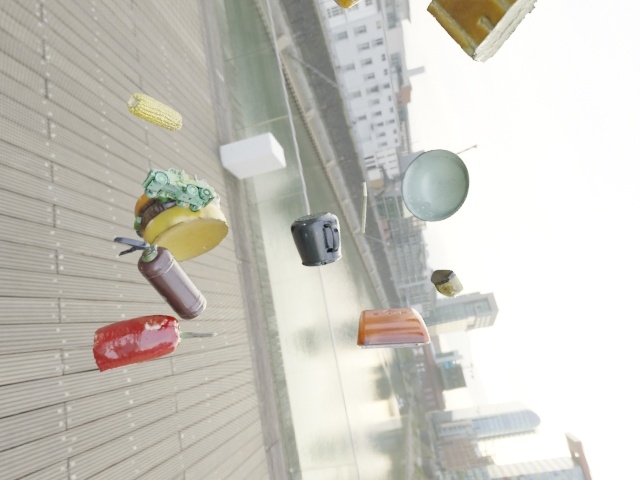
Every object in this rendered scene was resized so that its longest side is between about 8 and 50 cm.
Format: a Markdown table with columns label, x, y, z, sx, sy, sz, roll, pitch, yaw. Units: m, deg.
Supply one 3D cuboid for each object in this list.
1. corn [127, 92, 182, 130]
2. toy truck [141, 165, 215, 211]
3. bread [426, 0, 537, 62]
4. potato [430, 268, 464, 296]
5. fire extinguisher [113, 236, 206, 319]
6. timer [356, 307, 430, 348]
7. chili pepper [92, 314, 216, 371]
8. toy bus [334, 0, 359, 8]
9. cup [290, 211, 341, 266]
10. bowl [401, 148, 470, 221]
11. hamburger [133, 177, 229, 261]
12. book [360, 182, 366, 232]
| label | x | y | z | sx | sy | sz | roll | pitch | yaw |
| --- | --- | --- | --- | --- | --- | --- | --- | --- | --- |
| corn | -0.656 | -0.509 | 1.684 | 0.244 | 0.094 | 0.093 | 11 | 66 | -70 |
| toy truck | -0.559 | -0.219 | 1.671 | 0.260 | 0.128 | 0.135 | 13 | 59 | -39 |
| bread | 0.417 | -0.611 | 1.056 | 0.239 | 0.111 | 0.246 | -52 | -128 | 44 |
| potato | 0.405 | 0.148 | 1.348 | 0.103 | 0.066 | 0.096 | 50 | -16 | -13 |
| fire extinguisher | -0.473 | 0.104 | 1.248 | 0.102 | 0.138 | 0.343 | -89 | 163 | -44 |
| timer | 0.264 | 0.350 | 1.591 | 0.250 | 0.258 | 0.161 | 20 | 67 | -85 |
| chili pepper | -0.492 | 0.290 | 1.279 | 0.134 | 0.339 | 0.131 | -135 | -141 | -67 |
| toy bus | 0.113 | -0.810 | 1.285 | 0.126 | 0.210 | 0.136 | 42 | 25 | -51 |
| cup | 0.000 | 0.000 | 1.449 | 0.223 | 0.169 | 0.176 | 10 | -68 | 61 |
| bowl | 0.525 | -0.235 | 1.852 | 0.146 | 0.314 | 0.313 | -2 | 77 | -51 |
| hamburger | -0.624 | -0.107 | 1.926 | 0.277 | 0.396 | 0.396 | 61 | 4 | 20 |
| book | 0.134 | -0.105 | 1.318 | 0.172 | 0.012 | 0.118 | -77 | 170 | -68 |
